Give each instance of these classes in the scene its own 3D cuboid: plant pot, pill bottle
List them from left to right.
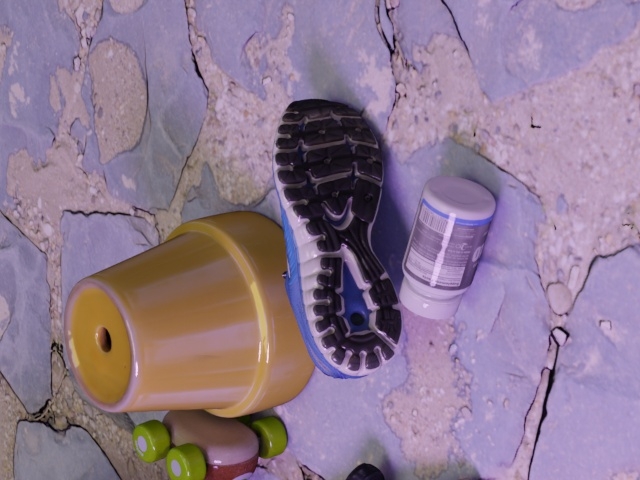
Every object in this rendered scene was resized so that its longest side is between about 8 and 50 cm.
[{"bbox_3d":[-0.169,0.102,1.894,0.254,0.239,0.254,15,110,49],"label":"plant pot"},{"bbox_3d":[0.129,0.009,1.625,0.078,0.078,0.137,41,129,38],"label":"pill bottle"}]

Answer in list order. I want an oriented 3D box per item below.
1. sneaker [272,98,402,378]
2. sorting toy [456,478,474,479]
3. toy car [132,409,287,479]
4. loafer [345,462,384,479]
[{"bbox_3d":[0.000,0.000,1.735,0.147,0.129,0.330,134,133,-65],"label":"sneaker"},{"bbox_3d":[0.130,0.438,1.720,0.229,0.041,0.307,-25,79,28],"label":"sorting toy"},{"bbox_3d":[-0.142,0.313,1.984,0.149,0.155,0.188,26,121,45],"label":"toy car"},{"bbox_3d":[0.016,0.340,1.853,0.078,0.076,0.223,43,134,26],"label":"loafer"}]
